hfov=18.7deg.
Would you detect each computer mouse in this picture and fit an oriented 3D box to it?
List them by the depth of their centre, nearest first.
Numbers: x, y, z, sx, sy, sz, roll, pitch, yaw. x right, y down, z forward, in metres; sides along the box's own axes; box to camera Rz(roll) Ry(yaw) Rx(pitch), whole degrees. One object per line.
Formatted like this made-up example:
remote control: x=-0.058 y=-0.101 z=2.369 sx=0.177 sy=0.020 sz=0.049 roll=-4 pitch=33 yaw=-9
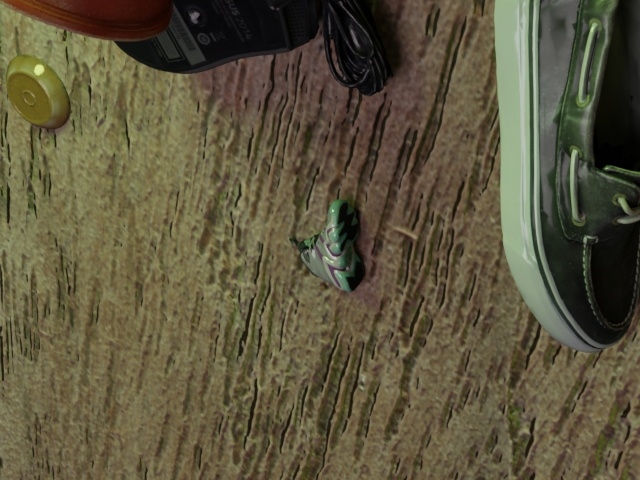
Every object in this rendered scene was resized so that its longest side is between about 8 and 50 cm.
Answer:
computer mouse: x=-0.068 y=-0.209 z=1.670 sx=0.272 sy=0.072 sz=0.188 roll=-1 pitch=130 yaw=34

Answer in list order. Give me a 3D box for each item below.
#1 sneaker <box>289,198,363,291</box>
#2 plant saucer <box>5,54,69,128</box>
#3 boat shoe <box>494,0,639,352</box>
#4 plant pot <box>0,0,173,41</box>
sneaker: x=0.000 y=0.000 z=1.788 sx=0.069 sy=0.038 sz=0.098 roll=17 pitch=129 yaw=31
plant saucer: x=-0.287 y=-0.145 z=1.947 sx=0.083 sy=0.015 sz=0.083 roll=23 pitch=133 yaw=27
boat shoe: x=0.212 y=-0.056 z=1.496 sx=0.119 sy=0.121 sz=0.335 roll=11 pitch=125 yaw=41
plant pot: x=-0.172 y=-0.340 z=1.490 sx=0.272 sy=0.272 sz=0.265 roll=39 pitch=114 yaw=12
